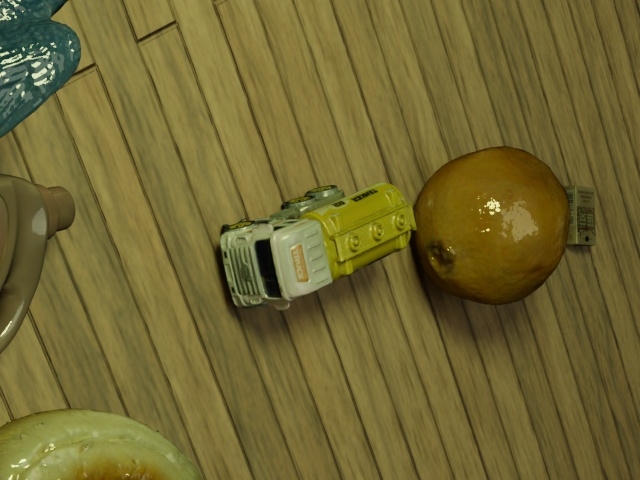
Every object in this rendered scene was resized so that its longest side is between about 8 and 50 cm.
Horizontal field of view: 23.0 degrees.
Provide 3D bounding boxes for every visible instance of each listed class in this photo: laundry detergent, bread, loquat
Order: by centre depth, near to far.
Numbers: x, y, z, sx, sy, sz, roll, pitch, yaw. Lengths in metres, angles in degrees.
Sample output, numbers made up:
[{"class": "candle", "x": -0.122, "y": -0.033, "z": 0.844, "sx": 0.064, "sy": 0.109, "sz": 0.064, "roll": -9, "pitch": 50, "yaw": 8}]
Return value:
[{"class": "laundry detergent", "x": -0.308, "y": 0.029, "z": 1.374, "sx": 0.237, "sy": 0.076, "sz": 0.171, "roll": -14, "pitch": 99, "yaw": -51}, {"class": "bread", "x": -0.227, "y": 0.291, "z": 1.384, "sx": 0.305, "sy": 0.159, "sz": 0.305, "roll": 11, "pitch": 75, "yaw": -48}, {"class": "loquat", "x": 0.213, "y": -0.022, "z": 1.921, "sx": 0.234, "sy": 0.176, "sz": 0.187, "roll": -22, "pitch": 120, "yaw": -45}]

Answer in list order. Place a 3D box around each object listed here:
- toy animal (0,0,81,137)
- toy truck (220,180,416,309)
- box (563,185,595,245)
[{"class": "toy animal", "x": -0.286, "y": -0.204, "z": 1.346, "sx": 0.255, "sy": 0.176, "sz": 0.239, "roll": -16, "pitch": 64, "yaw": -46}, {"class": "toy truck", "x": 0.000, "y": 0.000, "z": 1.704, "sx": 0.227, "sy": 0.114, "sz": 0.098, "roll": -24, "pitch": 105, "yaw": -48}, {"class": "box", "x": 0.362, "y": -0.034, "z": 2.202, "sx": 0.053, "sy": 0.024, "sz": 0.083, "roll": 2, "pitch": 84, "yaw": -49}]
